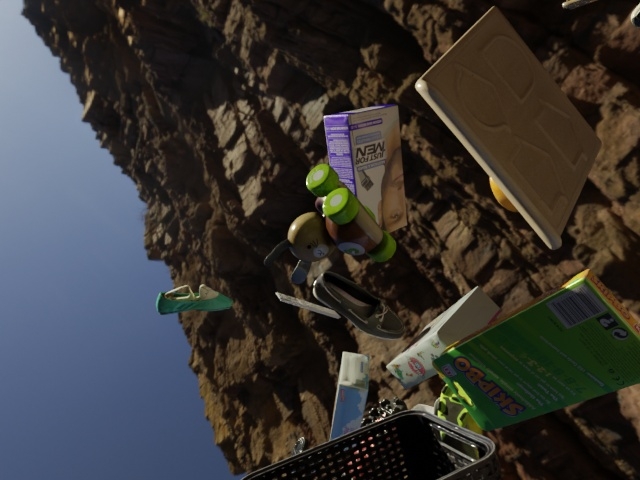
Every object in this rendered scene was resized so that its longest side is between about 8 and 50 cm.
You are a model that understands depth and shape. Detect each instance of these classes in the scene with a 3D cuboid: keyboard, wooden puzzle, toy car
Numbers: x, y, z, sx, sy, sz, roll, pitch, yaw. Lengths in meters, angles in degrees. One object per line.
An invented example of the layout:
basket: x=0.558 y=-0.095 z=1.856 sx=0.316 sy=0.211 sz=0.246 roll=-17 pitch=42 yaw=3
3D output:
keyboard: x=-0.045 y=0.242 z=1.604 sx=0.255 sy=0.014 sz=0.072 roll=21 pitch=-171 yaw=-21
wooden puzzle: x=0.317 y=-0.194 z=0.715 sx=0.322 sy=0.080 sz=0.348 roll=47 pitch=-126 yaw=-8
toy car: x=0.000 y=0.000 z=0.717 sx=0.155 sy=0.188 sz=0.149 roll=41 pitch=-167 yaw=-43

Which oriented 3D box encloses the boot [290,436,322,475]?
boot: x=-0.035 y=0.644 z=1.274 sx=0.099 sy=0.121 sz=0.045 roll=21 pitch=-173 yaw=-25

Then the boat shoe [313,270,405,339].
boat shoe: x=0.129 y=0.209 z=1.382 sx=0.335 sy=0.096 sz=0.112 roll=28 pitch=-129 yaw=7

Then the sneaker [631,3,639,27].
sneaker: x=0.654 y=-0.466 z=0.824 sx=0.057 sy=0.161 sz=0.075 roll=48 pitch=-174 yaw=-24

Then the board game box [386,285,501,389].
board game box: x=0.346 y=0.287 z=1.231 sx=0.224 sy=0.303 sz=0.097 roll=-33 pitch=-106 yaw=-33

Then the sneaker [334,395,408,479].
sneaker: x=0.136 y=0.491 z=0.959 sx=0.135 sy=0.097 sz=0.276 roll=32 pitch=-100 yaw=-15

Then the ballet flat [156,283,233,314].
ballet flat: x=-0.413 y=0.189 z=1.410 sx=0.247 sy=0.087 sz=0.083 roll=-4 pitch=-162 yaw=-11

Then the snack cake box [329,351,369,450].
snack cake box: x=0.090 y=0.503 z=1.338 sx=0.089 sy=0.265 sz=0.152 roll=8 pitch=-154 yaw=3

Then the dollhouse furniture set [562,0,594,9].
dollhouse furniture set: x=0.556 y=-0.637 z=0.964 sx=0.241 sy=0.161 sz=0.212 roll=-12 pitch=-168 yaw=-31

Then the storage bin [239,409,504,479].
storage bin: x=0.037 y=0.207 z=0.316 sx=0.180 sy=0.122 sz=0.085 roll=-14 pitch=-92 yaw=-20

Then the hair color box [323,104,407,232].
hair color box: x=0.129 y=-0.181 z=1.168 sx=0.185 sy=0.339 sz=0.110 roll=-22 pitch=-155 yaw=-34

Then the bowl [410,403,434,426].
bowl: x=0.418 y=0.738 z=1.739 sx=0.142 sy=0.141 sz=0.053 roll=-28 pitch=-76 yaw=-38

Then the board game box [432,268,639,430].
board game box: x=0.266 y=0.154 z=0.545 sx=0.039 sy=0.259 sz=0.124 roll=-24 pitch=-108 yaw=-46

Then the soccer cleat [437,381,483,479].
soccer cleat: x=0.318 y=0.431 z=0.948 sx=0.121 sy=0.093 sz=0.289 roll=40 pitch=-127 yaw=-36

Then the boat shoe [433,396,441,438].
boat shoe: x=0.522 y=0.746 z=1.643 sx=0.321 sy=0.118 sz=0.103 roll=68 pitch=-158 yaw=4
